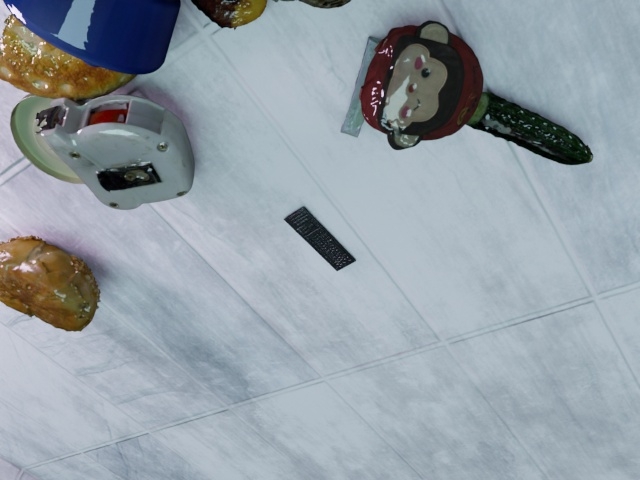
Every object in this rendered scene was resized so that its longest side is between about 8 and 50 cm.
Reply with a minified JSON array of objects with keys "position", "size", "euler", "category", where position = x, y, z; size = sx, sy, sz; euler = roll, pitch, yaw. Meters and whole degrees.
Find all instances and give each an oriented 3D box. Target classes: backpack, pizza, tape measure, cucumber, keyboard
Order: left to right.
[{"position":[-0.498,-0.372,1.108],"size":[0.335,0.086,0.226],"euler":[0,137,16],"category":"pizza"},{"position":[-0.405,-0.180,1.199],"size":[0.265,0.130,0.258],"euler":[-8,144,10],"category":"tape measure"},{"position":[0.000,0.000,1.395],"size":[0.067,0.011,0.202],"euler":[-29,120,29],"category":"keyboard"},{"position":[0.187,-0.274,1.039],"size":[0.229,0.139,0.229],"euler":[-7,119,-13],"category":"backpack"},{"position":[0.394,-0.209,1.100],"size":[0.265,0.077,0.077],"euler":[21,131,-10],"category":"cucumber"}]

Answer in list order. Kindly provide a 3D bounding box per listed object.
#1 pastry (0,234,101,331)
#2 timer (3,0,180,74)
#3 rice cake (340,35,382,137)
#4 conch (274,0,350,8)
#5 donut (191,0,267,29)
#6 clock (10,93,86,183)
[{"position":[-0.719,0.107,1.524],"size":[0.310,0.162,0.255],"euler":[23,139,1],"category":"pastry"},{"position":[-0.303,-0.491,0.901],"size":[0.270,0.270,0.384],"euler":[29,116,-14],"category":"timer"},{"position":[0.083,-0.288,1.114],"size":[0.043,0.034,0.211],"euler":[16,131,-2],"category":"rice cake"},{"position":[-0.012,-0.457,0.951],"size":[0.207,0.130,0.155],"euler":[2,123,41],"category":"conch"},{"position":[-0.160,-0.437,0.992],"size":[0.140,0.059,0.140],"euler":[-5,149,-3],"category":"donut"},{"position":[-0.578,-0.226,1.297],"size":[0.234,0.029,0.235],"euler":[5,131,6],"category":"clock"}]
